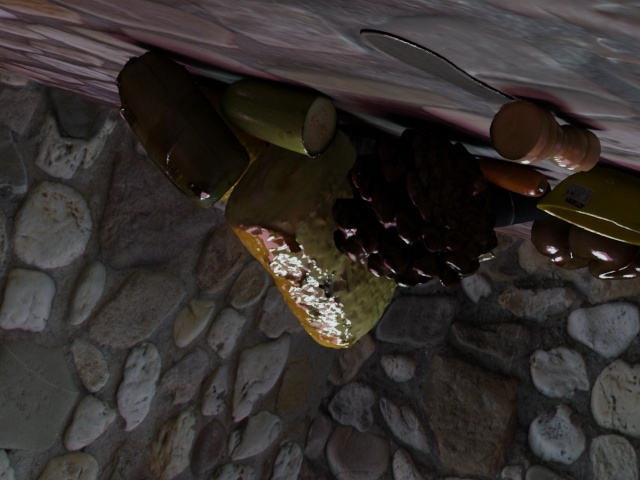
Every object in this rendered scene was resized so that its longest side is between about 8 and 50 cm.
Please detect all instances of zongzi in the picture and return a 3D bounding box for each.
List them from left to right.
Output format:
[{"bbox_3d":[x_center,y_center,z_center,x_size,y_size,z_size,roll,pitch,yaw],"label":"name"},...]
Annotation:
[{"bbox_3d":[-0.229,-0.167,1.716,0.250,0.125,0.274,55,168,-1],"label":"zongzi"}]

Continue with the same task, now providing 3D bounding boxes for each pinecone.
[{"bbox_3d":[0.142,-0.042,1.591,0.244,0.243,0.257,17,163,-14],"label":"pinecone"}]

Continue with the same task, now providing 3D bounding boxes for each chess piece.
[{"bbox_3d":[0.238,-0.105,1.128,0.122,0.066,0.066,8,-174,-44],"label":"chess piece"}]

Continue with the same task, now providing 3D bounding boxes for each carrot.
[{"bbox_3d":[0.264,-0.111,1.731,0.043,0.043,0.248,17,-177,-42],"label":"carrot"}]

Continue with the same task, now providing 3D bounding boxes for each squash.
[{"bbox_3d":[-0.076,-0.188,1.599,0.188,0.095,0.095,18,-179,29],"label":"squash"}]

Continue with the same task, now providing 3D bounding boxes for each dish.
[{"bbox_3d":[0.388,-0.050,1.428,0.208,0.080,0.149,19,178,35],"label":"dish"}]

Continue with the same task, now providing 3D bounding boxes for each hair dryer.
[{"bbox_3d":[0.289,-0.087,1.810,0.125,0.071,0.219,-11,-156,-13],"label":"hair dryer"}]

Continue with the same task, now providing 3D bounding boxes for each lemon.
[{"bbox_3d":[-0.196,-0.170,1.885,0.188,0.188,0.256,18,148,57],"label":"lemon"}]

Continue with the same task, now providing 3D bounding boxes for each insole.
[{"bbox_3d":[0.118,-0.168,1.071,0.080,0.003,0.232,18,-179,43],"label":"insole"}]

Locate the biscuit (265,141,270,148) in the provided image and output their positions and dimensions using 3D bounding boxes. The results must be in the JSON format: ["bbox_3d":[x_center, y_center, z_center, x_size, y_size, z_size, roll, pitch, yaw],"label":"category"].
[{"bbox_3d":[-0.033,-0.148,2.045,0.209,0.041,0.290,26,-158,-11],"label":"biscuit"}]

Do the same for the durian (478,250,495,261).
[{"bbox_3d":[0.221,-0.078,2.128,0.195,0.185,0.305,46,175,-25],"label":"durian"}]

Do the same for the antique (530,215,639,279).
[{"bbox_3d":[0.502,-0.002,2.047,0.143,0.121,0.257,25,176,-29],"label":"antique"}]

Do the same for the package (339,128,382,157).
[{"bbox_3d":[0.097,-0.127,1.923,0.223,0.108,0.288,32,-176,-18],"label":"package"}]

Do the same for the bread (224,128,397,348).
[{"bbox_3d":[0.000,0.000,1.795,0.165,0.236,0.375,16,152,33],"label":"bread"}]
